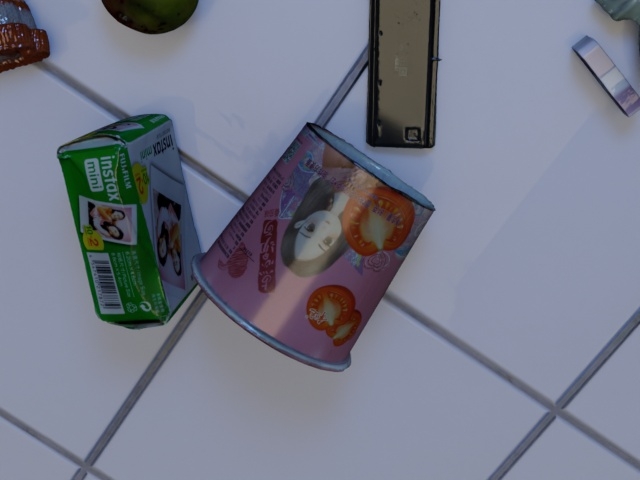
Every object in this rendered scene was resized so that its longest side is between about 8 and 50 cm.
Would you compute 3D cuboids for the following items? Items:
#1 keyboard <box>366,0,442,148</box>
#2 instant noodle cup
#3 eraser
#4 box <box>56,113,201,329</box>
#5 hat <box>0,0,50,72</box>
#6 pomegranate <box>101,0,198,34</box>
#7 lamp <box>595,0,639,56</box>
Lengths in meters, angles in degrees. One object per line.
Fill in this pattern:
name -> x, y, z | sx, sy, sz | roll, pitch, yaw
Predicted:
keyboard -> 0.106, -0.228, 1.131 | 0.094, 0.025, 0.230 | 3, 108, 7
instant noodle cup -> 0.000, 0.000, 1.118 | 0.243, 0.243, 0.231 | 34, 100, -5
eraser -> 0.349, -0.200, 1.093 | 0.026, 0.065, 0.105 | -39, 98, 14
box -> -0.237, -0.029, 1.153 | 0.103, 0.180, 0.250 | -5, 108, 12
hat -> -0.421, -0.300, 1.146 | 0.112, 0.093, 0.162 | -18, 87, 1
pomegranate -> -0.208, -0.314, 1.097 | 0.130, 0.130, 0.130 | 2, 108, 6
lamp -> 0.410, -0.241, 1.060 | 0.106, 0.106, 0.193 | -41, 90, 16
